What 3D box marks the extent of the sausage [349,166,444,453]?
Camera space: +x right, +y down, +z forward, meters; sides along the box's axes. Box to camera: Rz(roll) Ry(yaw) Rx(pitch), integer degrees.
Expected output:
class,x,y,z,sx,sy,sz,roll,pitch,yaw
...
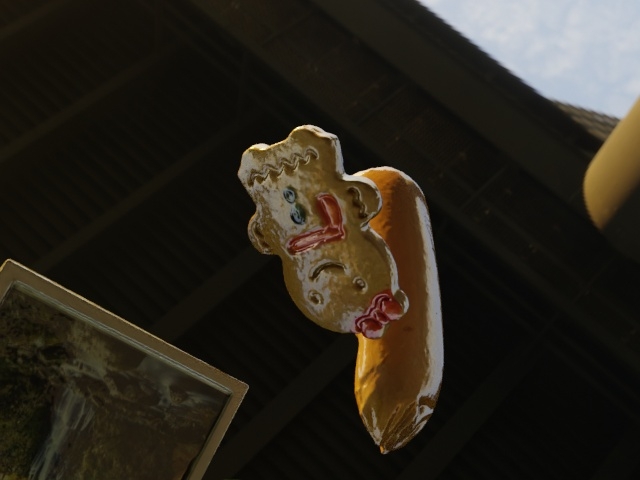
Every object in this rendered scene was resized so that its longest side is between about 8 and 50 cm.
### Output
class,x,y,z,sx,sy,sz,roll,pitch,yaw
sausage,0.087,0.079,1.081,0.116,0.134,0.354,-16,-122,18

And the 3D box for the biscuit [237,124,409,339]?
class,x,y,z,sx,sy,sz,roll,pitch,yaw
biscuit,0.000,0.000,0.903,0.036,0.166,0.226,-34,-75,-53

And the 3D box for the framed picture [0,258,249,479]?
class,x,y,z,sx,sy,sz,roll,pitch,yaw
framed picture,-0.258,0.197,0.982,0.324,0.020,0.241,35,-102,-28
